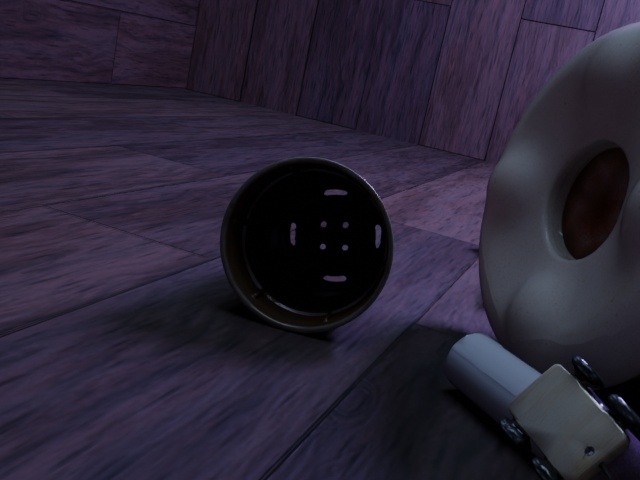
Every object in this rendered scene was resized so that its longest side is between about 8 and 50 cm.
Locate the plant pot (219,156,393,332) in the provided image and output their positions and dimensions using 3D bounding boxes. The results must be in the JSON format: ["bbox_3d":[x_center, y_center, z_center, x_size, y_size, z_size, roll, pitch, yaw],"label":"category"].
[{"bbox_3d":[0.000,0.000,0.794,0.167,0.166,0.165,14,6,9],"label":"plant pot"}]

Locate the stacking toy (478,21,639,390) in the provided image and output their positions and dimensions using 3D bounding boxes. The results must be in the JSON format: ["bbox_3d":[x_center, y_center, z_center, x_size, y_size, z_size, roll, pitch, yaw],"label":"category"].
[{"bbox_3d":[0.436,0.014,0.770,0.480,0.350,0.350,15,12,-17],"label":"stacking toy"}]

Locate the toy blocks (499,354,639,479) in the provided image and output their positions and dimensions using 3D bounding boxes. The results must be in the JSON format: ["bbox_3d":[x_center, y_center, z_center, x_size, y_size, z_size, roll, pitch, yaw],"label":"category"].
[{"bbox_3d":[0.334,0.136,0.428,0.260,0.309,0.288,40,11,-47],"label":"toy blocks"}]

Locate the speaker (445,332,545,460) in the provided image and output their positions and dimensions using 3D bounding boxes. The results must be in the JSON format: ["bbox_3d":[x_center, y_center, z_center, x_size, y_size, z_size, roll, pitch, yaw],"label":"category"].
[{"bbox_3d":[0.157,0.125,0.612,0.055,0.055,0.136,5,15,-26],"label":"speaker"}]
